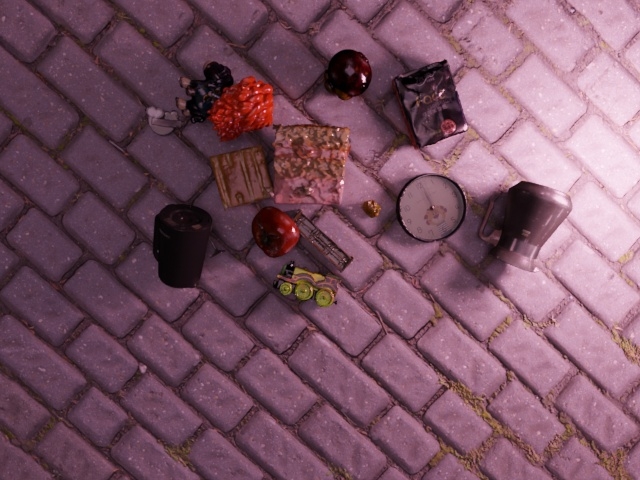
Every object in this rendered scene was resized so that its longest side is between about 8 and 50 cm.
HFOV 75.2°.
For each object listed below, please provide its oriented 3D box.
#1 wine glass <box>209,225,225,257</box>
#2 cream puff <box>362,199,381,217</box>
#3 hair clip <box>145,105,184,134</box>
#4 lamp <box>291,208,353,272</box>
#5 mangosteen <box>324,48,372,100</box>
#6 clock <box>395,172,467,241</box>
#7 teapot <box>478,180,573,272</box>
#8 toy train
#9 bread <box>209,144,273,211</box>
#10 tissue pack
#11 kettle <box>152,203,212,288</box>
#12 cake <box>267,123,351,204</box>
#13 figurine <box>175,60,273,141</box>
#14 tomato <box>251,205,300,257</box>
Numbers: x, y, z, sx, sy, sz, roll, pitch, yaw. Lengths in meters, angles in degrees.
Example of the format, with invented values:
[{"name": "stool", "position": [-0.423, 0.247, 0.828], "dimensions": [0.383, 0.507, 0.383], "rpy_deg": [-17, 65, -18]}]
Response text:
[{"name": "wine glass", "position": [-0.495, -0.025, 1.824], "dimensions": [0.079, 0.079, 0.196], "rpy_deg": [-27, 95, 2]}, {"name": "cream puff", "position": [0.226, -0.144, 1.833], "dimensions": [0.083, 0.083, 0.058], "rpy_deg": [15, 53, 10]}, {"name": "hair clip", "position": [-0.680, -0.515, 1.808], "dimensions": [0.172, 0.049, 0.116], "rpy_deg": [9, 89, 2]}, {"name": "lamp", "position": [0.000, 0.000, 1.823], "dimensions": [0.325, 0.090, 0.089], "rpy_deg": [43, 92, -4]}, {"name": "mangosteen", "position": [0.115, -0.686, 1.728], "dimensions": [0.209, 0.210, 0.210], "rpy_deg": [0, 94, 0]}, {"name": "clock", "position": [0.490, -0.143, 1.829], "dimensions": [0.312, 0.061, 0.313], "rpy_deg": [0, 95, 0]}, {"name": "teapot", "position": [0.851, -0.067, 1.760], "dimensions": [0.300, 0.253, 0.344], "rpy_deg": [26, 100, 32]}, {"name": "toy train", "position": [-0.056, 0.194, 1.832], "dimensions": [0.296, 0.100, 0.161], "rpy_deg": [17, 86, -1]}, {"name": "bread", "position": [-0.329, -0.269, 1.792], "dimensions": [0.239, 0.111, 0.246], "rpy_deg": [-13, 94, 2]}, {"name": "tissue pack", "position": [0.463, -0.574, 1.769], "dimensions": [0.244, 0.123, 0.333], "rpy_deg": [-19, 93, -1]}, {"name": "kettle", "position": [-0.601, 0.020, 1.724], "dimensions": [0.262, 0.203, 0.308], "rpy_deg": [17, 120, -1]}, {"name": "cake", "position": [-0.035, -0.307, 1.707], "dimensions": [0.313, 0.293, 0.307], "rpy_deg": [3, 99, 4]}, {"name": "figurine", "position": [-0.399, -0.584, 1.736], "dimensions": [0.411, 0.241, 0.306], "rpy_deg": [34, 69, 15]}, {"name": "tomato", "position": [-0.208, -0.023, 1.772], "dimensions": [0.227, 0.101, 0.228], "rpy_deg": [13, 119, 25]}]
